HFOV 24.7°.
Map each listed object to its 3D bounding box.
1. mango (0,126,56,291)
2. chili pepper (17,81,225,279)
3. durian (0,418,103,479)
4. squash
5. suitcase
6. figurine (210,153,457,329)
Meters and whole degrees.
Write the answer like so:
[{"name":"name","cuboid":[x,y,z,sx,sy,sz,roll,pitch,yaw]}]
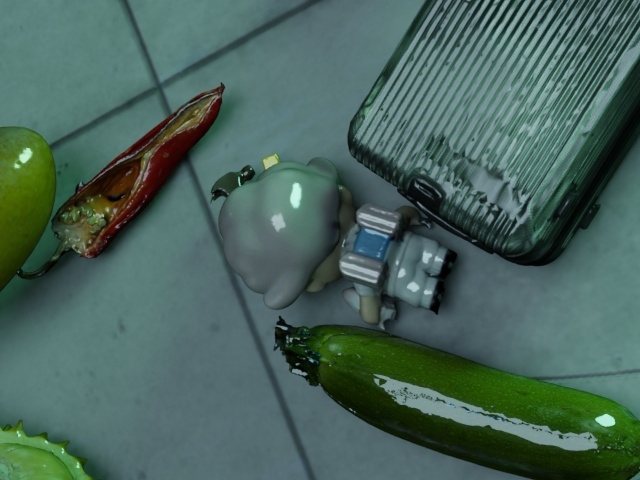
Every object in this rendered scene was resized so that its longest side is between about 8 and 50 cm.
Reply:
[{"name":"mango","cuboid":[-0.408,-0.005,1.346,0.384,0.199,0.221,-18,39,14]},{"name":"chili pepper","cuboid":[-0.179,-0.052,1.343,0.059,0.050,0.268,45,101,-2]},{"name":"durian","cuboid":[-0.308,0.242,1.305,0.306,0.166,0.172,43,103,20]},{"name":"squash","cuboid":[0.105,0.132,1.194,0.331,0.087,0.087,16,91,19]},{"name":"suitcase","cuboid":[0.173,-0.146,1.170,0.202,0.128,0.312,35,99,23]},{"name":"figurine","cuboid":[0.000,0.000,1.241,0.229,0.112,0.137,19,87,12]}]
